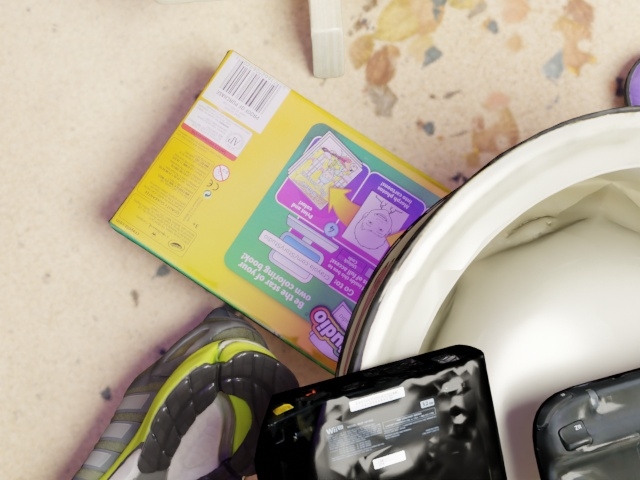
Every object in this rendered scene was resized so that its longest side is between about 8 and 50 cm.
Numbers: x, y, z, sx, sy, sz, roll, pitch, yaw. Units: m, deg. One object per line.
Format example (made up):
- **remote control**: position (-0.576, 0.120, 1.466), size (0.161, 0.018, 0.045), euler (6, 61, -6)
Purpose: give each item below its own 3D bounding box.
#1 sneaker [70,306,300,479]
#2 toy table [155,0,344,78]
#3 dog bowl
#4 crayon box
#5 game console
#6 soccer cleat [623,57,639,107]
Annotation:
- **sneaker**: position (-0.128, 0.175, 0.783), size (0.111, 0.121, 0.300), euler (39, 102, -20)
- **toy table**: position (-0.006, -0.255, 0.790), size (0.274, 0.252, 0.161), euler (-9, 64, 11)
- **dog bowl**: position (0.188, 0.119, 0.710), size (0.408, 0.150, 0.408), euler (-1, 93, -15)
- **crayon box**: position (0.000, 0.000, 0.814), size (0.278, 0.081, 0.165), euler (33, 84, 5)
- **game console**: position (0.150, 0.152, 0.604), size (0.361, 0.044, 0.213), euler (-13, 98, -14)
- **soccer cleat**: position (0.371, -0.042, 0.798), size (0.108, 0.116, 0.318), euler (-44, 84, -5)
